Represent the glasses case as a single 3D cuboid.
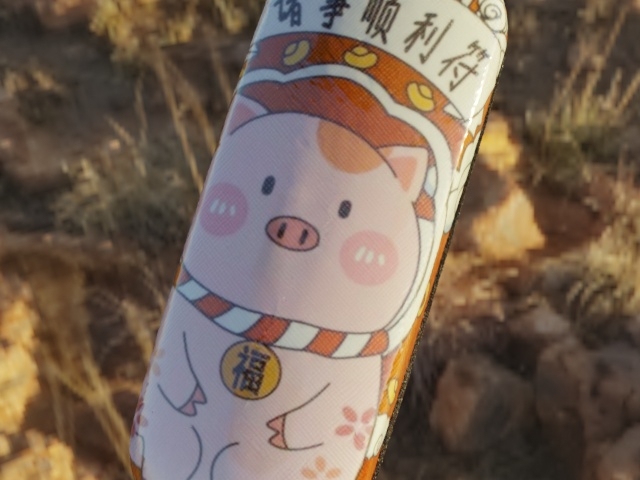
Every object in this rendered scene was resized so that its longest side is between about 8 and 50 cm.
[{"bbox_3d":[0.000,0.000,0.750,0.103,0.067,0.267,16,88,9],"label":"glasses case"}]
